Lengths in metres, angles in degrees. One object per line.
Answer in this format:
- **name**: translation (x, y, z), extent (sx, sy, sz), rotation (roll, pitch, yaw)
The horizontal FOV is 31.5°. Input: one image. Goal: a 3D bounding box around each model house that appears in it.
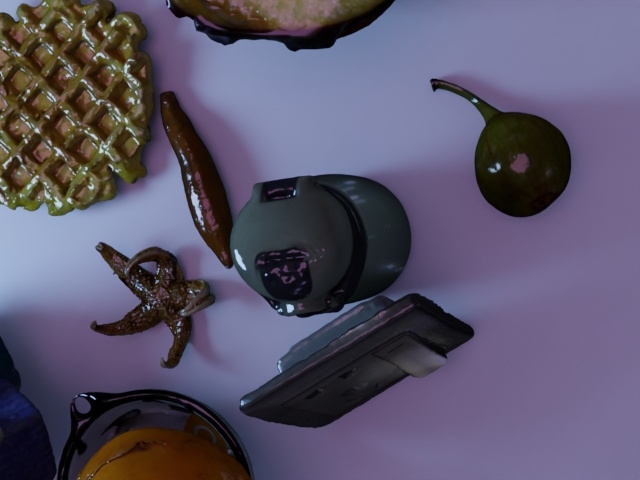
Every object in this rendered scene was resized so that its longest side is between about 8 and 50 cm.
- **model house**: translation (-0.504, 0.229, 1.488), extent (0.245, 0.280, 0.312), rotation (-25, 85, -26)

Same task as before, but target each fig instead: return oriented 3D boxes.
- **fig**: translation (0.220, -0.132, 1.436), extent (0.124, 0.124, 0.236), rotation (-43, 57, 11)

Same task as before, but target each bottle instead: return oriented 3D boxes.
- **bottle**: translation (0.000, 0.002, 1.354), extent (0.168, 0.347, 0.168), rotation (1, 92, 15)

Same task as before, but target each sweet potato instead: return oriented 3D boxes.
- **sweet potato**: translation (-0.164, -0.085, 1.549), extent (0.057, 0.057, 0.265), rotation (-20, 83, 14)

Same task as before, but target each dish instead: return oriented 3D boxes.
- **dish**: translation (-0.209, 0.327, 1.527), extent (0.303, 0.120, 0.303), rotation (0, 90, 15)

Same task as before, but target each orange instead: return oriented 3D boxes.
- **orange**: translation (-0.187, 0.342, 1.352), extent (0.240, 0.240, 0.240), rotation (0, 90, 15)

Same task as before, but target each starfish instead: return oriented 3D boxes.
- **starfish**: translation (-0.242, 0.080, 1.559), extent (0.190, 0.074, 0.146), rotation (38, 98, 12)

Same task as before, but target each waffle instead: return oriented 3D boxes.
- **waffle**: translation (-0.374, -0.196, 1.597), extent (0.302, 0.068, 0.325), rotation (-2, 88, 15)

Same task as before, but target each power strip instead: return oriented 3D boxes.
- **power strip**: translation (0.045, 0.138, 1.400), extent (0.251, 0.257, 0.092), rotation (-27, 67, 15)

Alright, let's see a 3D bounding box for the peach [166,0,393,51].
- **peach**: translation (-0.059, -0.416, 1.370), extent (0.416, 0.353, 0.339), rotation (43, 120, 34)
